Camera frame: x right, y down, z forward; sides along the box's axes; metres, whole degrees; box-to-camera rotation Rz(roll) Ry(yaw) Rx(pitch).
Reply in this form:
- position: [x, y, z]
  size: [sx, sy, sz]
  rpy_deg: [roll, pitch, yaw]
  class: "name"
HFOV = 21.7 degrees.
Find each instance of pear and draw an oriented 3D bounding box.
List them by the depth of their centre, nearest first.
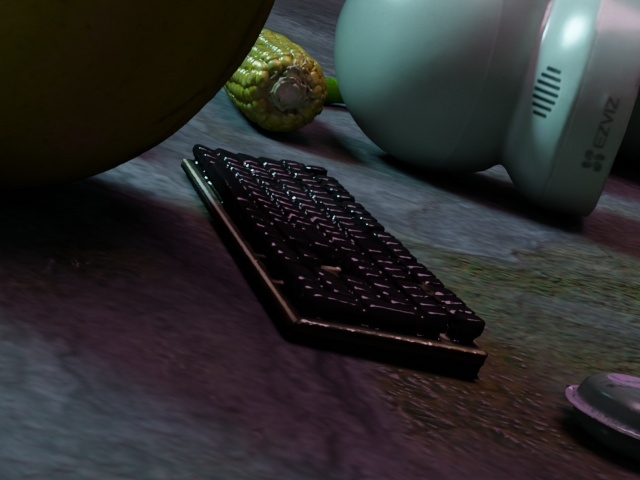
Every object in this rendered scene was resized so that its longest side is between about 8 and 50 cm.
- position: [-0.138, -0.179, 0.796]
  size: [0.285, 0.336, 0.285]
  rpy_deg: [24, 34, -17]
  class: "pear"

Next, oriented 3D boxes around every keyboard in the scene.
- position: [0.000, 0.000, 0.879]
  size: [0.106, 0.027, 0.317]
  rpy_deg: [13, 12, -18]
  class: "keyboard"

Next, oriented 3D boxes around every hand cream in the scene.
- position: [-0.015, -0.136, 1.482]
  size: [0.036, 0.023, 0.122]
  rpy_deg: [14, 8, 38]
  class: "hand cream"

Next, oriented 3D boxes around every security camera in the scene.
- position: [0.125, -0.135, 1.283]
  size: [0.236, 0.195, 0.194]
  rpy_deg: [16, 12, 5]
  class: "security camera"

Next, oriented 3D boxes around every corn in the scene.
- position: [-0.043, -0.130, 1.315]
  size: [0.072, 0.072, 0.203]
  rpy_deg: [14, 11, -14]
  class: "corn"

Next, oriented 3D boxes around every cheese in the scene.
- position: [0.144, 0.082, 0.703]
  size: [0.067, 0.026, 0.120]
  rpy_deg: [11, 14, -26]
  class: "cheese"

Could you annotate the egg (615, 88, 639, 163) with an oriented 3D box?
- position: [0.341, -0.220, 1.749]
  size: [0.276, 0.276, 0.389]
  rpy_deg: [14, 11, -15]
  class: "egg"
